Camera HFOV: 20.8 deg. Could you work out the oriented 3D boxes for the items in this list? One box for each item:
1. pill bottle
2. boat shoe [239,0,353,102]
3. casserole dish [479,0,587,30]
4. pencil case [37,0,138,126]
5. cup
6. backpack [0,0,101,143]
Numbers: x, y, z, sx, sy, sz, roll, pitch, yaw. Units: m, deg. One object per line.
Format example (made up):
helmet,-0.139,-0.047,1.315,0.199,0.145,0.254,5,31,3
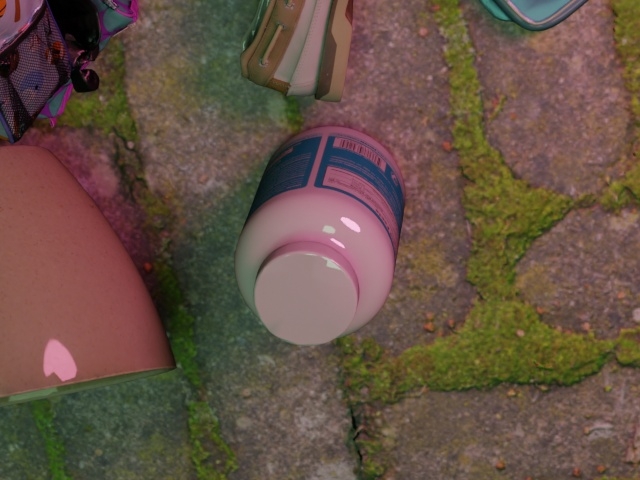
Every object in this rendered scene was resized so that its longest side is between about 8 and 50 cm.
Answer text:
pill bottle,0.000,0.000,1.621,0.146,0.264,0.146,3,113,6
boat shoe,-0.014,-0.271,1.590,0.103,0.113,0.302,6,114,-2
casserole dish,0.224,-0.270,1.605,0.188,0.037,0.114,-40,103,21
pencil case,-0.240,-0.187,1.678,0.070,0.064,0.151,40,112,-7
cup,-0.322,0.041,1.676,0.331,0.331,0.237,-12,86,11
backpack,-0.366,-0.218,1.536,0.277,0.213,0.263,18,142,20
